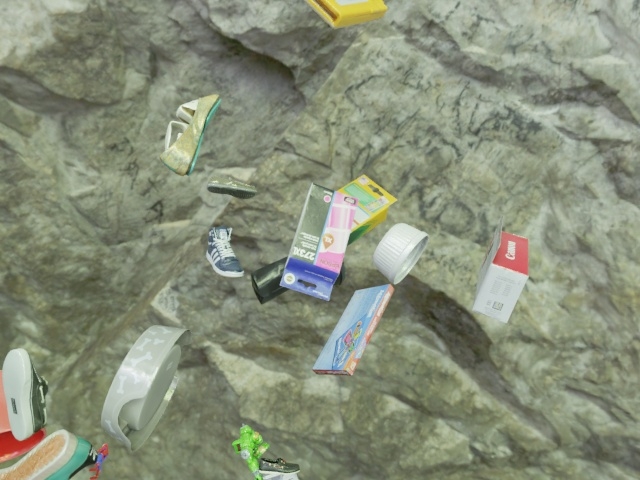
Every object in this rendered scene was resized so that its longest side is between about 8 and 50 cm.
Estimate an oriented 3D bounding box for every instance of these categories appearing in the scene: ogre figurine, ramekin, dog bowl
[{"bbox_3d":[-0.230,0.702,1.520,0.096,0.197,0.118,-20,-67,17],"label":"ogre figurine"},{"bbox_3d":[0.271,0.039,1.570,0.109,0.207,0.207,36,-29,22],"label":"ramekin"},{"bbox_3d":[-0.489,0.401,1.289,0.102,0.349,0.349,21,-32,0],"label":"dog bowl"}]

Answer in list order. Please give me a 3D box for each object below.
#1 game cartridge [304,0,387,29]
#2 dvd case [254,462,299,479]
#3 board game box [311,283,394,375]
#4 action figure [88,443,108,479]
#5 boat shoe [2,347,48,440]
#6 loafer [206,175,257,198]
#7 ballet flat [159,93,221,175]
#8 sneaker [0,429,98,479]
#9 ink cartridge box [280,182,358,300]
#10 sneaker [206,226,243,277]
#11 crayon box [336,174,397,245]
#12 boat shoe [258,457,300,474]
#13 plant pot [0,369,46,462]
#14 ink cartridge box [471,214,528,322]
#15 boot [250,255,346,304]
[{"bbox_3d":[0.030,-0.744,1.318,0.285,0.323,0.053,45,-45,3],"label":"game cartridge"},{"bbox_3d":[-0.153,1.018,1.817,0.018,0.164,0.222,-110,-178,-84],"label":"dvd case"},{"bbox_3d":[0.092,0.239,1.232,0.027,0.281,0.145,46,-36,-18],"label":"board game box"},{"bbox_3d":[-0.569,0.561,1.168,0.115,0.030,0.038,-125,-150,-77],"label":"action figure"},{"bbox_3d":[-0.680,0.348,1.055,0.077,0.070,0.220,9,-77,23],"label":"boat shoe"},{"bbox_3d":[-0.431,-0.272,2.239,0.250,0.088,0.094,10,-28,-24],"label":"loafer"},{"bbox_3d":[-0.406,-0.354,1.410,0.123,0.349,0.123,8,-33,5],"label":"ballet flat"},{"bbox_3d":[-0.642,0.549,1.010,0.121,0.302,0.108,57,-1,-40],"label":"sneaker"},{"bbox_3d":[0.000,0.000,1.534,0.175,0.371,0.069,18,-19,-7],"label":"ink cartridge box"},{"bbox_3d":[-0.378,0.037,1.797,0.282,0.099,0.153,31,-65,51],"label":"sneaker"},{"bbox_3d":[0.125,-0.116,1.837,0.203,0.322,0.083,43,-27,29],"label":"crayon box"},{"bbox_3d":[-0.129,0.715,1.441,0.132,0.042,0.049,7,-10,-8],"label":"boat shoe"},{"bbox_3d":[-1.120,0.606,1.574,0.243,0.274,0.275,59,-19,29],"label":"plant pot"},{"bbox_3d":[0.665,0.091,1.639,0.129,0.309,0.272,19,-59,15],"label":"ink cartridge box"},{"bbox_3d":[-0.099,0.180,2.138,0.146,0.445,0.367,43,-25,37],"label":"boot"}]
